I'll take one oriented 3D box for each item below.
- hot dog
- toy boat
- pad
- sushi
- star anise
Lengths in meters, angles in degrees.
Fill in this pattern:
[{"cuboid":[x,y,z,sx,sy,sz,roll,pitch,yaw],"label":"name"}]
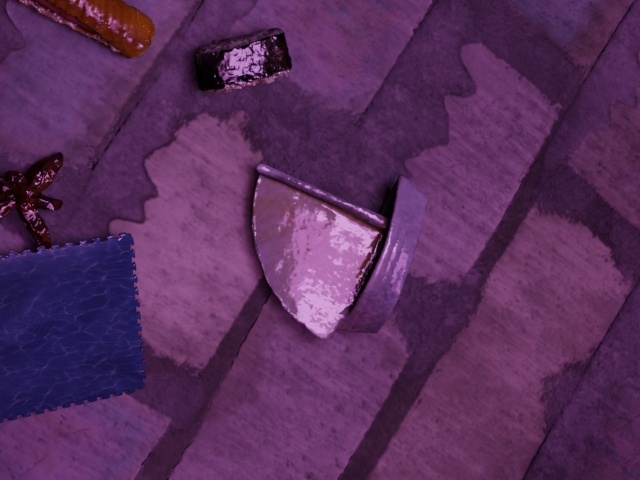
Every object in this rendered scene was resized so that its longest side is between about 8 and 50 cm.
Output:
[{"cuboid":[-0.361,-0.351,1.597,0.289,0.068,0.083,28,79,-25],"label":"hot dog"},{"cuboid":[0.023,0.022,1.824,0.293,0.111,0.276,4,97,-13],"label":"toy boat"},{"cuboid":[-0.395,0.132,1.670,0.270,0.012,0.269,-12,112,-22],"label":"pad"},{"cuboid":[-0.116,-0.270,1.709,0.150,0.090,0.078,-19,110,-23],"label":"sushi"},{"cuboid":[-0.412,-0.054,1.585,0.140,0.144,0.158,14,92,-34],"label":"star anise"}]
